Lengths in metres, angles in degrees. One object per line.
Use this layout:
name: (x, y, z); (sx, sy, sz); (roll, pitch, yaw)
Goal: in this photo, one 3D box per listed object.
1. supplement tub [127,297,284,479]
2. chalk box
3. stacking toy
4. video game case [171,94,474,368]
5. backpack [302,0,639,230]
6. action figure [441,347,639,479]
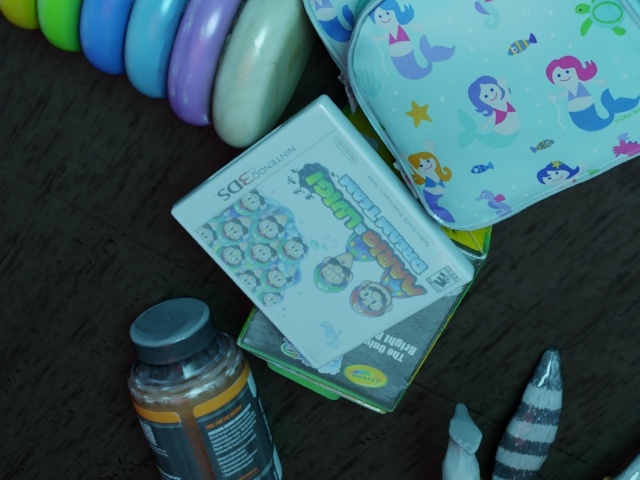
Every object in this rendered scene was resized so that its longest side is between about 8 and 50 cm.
supplement tub: (-0.102, 0.149, 1.011); (0.106, 0.106, 0.198); (-5, 119, 17)
chalk box: (0.028, 0.029, 0.891); (0.132, 0.132, 0.213); (26, 124, -3)
stacking toy: (-0.169, -0.187, 0.814); (0.330, 0.141, 0.141); (23, 124, 5)
video game case: (0.000, 0.000, 0.788); (0.143, 0.019, 0.157); (-33, 107, 30)
backpack: (0.113, -0.147, 0.736); (0.225, 0.191, 0.253); (-25, 107, 27)
action figure: (0.201, 0.266, 1.011); (0.341, 0.179, 0.330); (1, 133, -18)
